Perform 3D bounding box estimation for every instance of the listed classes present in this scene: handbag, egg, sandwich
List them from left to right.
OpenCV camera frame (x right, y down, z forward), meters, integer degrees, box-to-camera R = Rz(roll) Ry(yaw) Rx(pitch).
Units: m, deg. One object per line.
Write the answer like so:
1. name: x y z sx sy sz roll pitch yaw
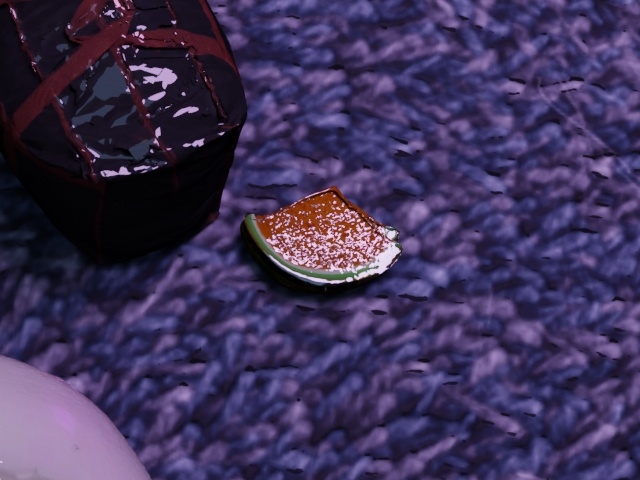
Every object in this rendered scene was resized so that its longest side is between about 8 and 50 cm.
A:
1. egg: -0.182 0.157 0.685 0.217 0.183 0.183 23 75 -12
2. handbag: -0.134 -0.108 0.755 0.155 0.169 0.215 -25 81 -12
3. sandwich: 0.004 0.003 0.823 0.101 0.026 0.069 -20 76 -14
